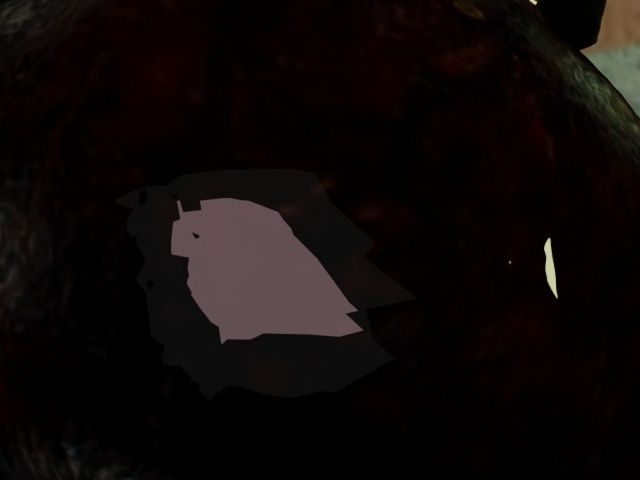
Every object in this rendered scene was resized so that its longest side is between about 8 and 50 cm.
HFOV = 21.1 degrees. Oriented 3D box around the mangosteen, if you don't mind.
[{"bbox_3d":[-0.002,0.014,0.614,0.300,0.300,0.300,0,89,8],"label":"mangosteen"}]
